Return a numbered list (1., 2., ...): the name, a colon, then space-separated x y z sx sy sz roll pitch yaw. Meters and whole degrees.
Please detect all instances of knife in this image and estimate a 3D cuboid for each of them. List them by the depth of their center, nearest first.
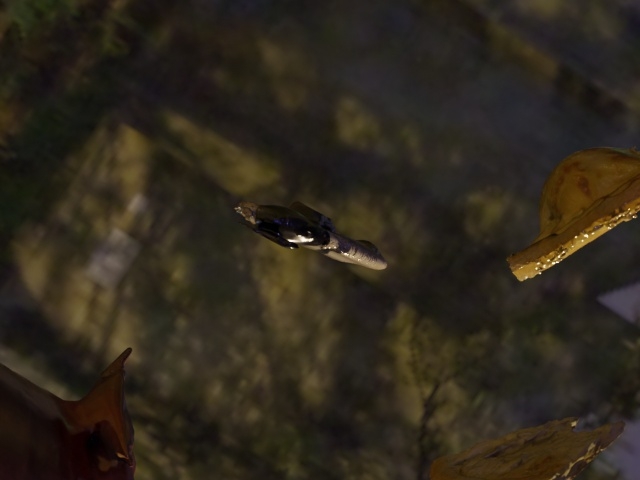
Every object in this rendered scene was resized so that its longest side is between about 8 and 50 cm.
1. knife: 0.003 -0.005 1.529 0.043 0.089 0.365 -62 163 2

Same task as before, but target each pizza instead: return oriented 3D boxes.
1. pizza: 0.277 -0.043 1.624 0.204 0.080 0.188 -33 -171 2
2. pizza: 0.269 0.267 1.857 0.262 0.034 0.181 -20 -166 -23

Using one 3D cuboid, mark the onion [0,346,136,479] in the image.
1. onion: -0.247 0.167 0.749 0.353 0.354 0.353 -57 -175 7
